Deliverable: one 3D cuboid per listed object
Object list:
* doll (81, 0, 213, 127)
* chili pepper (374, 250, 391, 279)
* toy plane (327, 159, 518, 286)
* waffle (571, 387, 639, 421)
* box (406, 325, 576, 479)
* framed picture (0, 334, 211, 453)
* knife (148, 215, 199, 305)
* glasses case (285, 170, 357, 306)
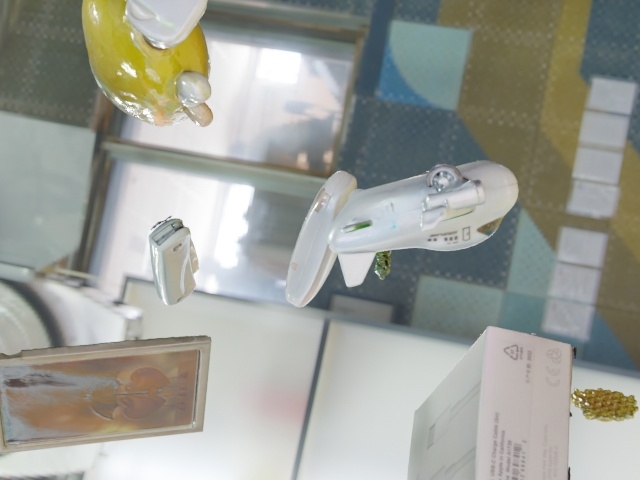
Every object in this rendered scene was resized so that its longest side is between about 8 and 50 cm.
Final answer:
[{"bbox_3d":[-0.245,-0.293,1.522,0.348,0.161,0.423,61,169,-22],"label":"doll"},{"bbox_3d":[0.081,0.009,1.375,0.022,0.027,0.083,-18,41,61],"label":"chili pepper"},{"bbox_3d":[0.090,-0.022,1.021,0.174,0.174,0.080,-18,-91,-75],"label":"toy plane"},{"bbox_3d":[0.335,0.195,1.379,0.085,0.078,0.016,-72,-20,-72],"label":"waffle"},{"bbox_3d":[0.171,0.235,1.218,0.251,0.106,0.203,115,166,-59],"label":"box"},{"bbox_3d":[-0.295,0.206,1.563,0.211,0.290,0.020,101,160,-46],"label":"framed picture"},{"bbox_3d":[-0.121,0.018,0.981,0.044,0.023,0.162,-35,-13,-15],"label":"knife"},{"bbox_3d":[0.000,0.000,1.203,0.063,0.041,0.164,-54,-14,-51],"label":"glasses case"}]
